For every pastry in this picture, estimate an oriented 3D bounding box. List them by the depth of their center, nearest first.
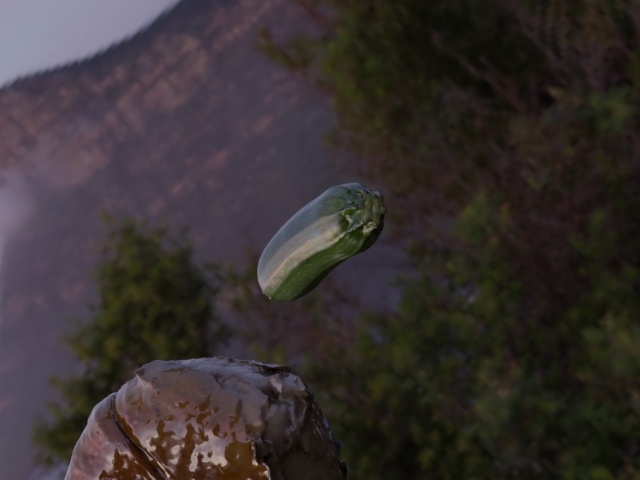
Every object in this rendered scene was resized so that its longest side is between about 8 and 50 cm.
[{"bbox_3d":[-0.092,0.215,1.249,0.235,0.257,0.121,-15,7,19],"label":"pastry"}]

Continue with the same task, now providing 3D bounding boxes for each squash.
[{"bbox_3d":[0.000,0.000,1.602,0.219,0.068,0.077,-36,38,54],"label":"squash"}]

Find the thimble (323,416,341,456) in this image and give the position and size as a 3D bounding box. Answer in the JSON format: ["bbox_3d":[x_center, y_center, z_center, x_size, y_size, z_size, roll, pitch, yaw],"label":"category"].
[{"bbox_3d":[-0.054,0.272,2.208,0.098,0.150,0.150,-50,5,14],"label":"thimble"}]
